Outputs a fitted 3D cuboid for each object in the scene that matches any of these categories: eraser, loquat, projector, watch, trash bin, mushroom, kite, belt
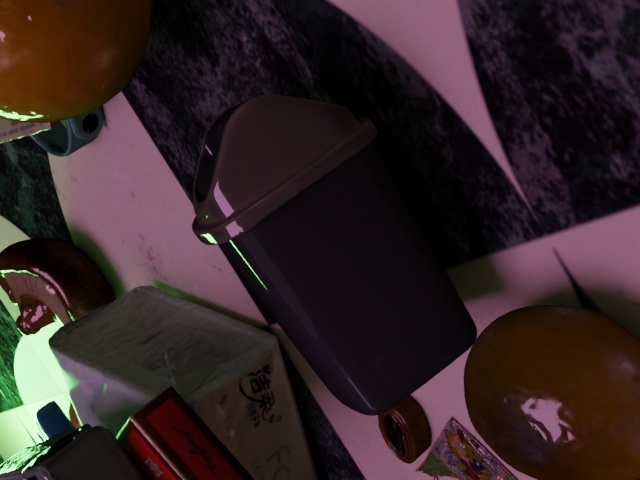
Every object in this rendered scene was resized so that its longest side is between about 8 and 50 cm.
[{"bbox_3d":[-0.331,0.391,1.280,0.312,0.042,0.144,45,147,20],"label":"eraser"},{"bbox_3d":[-0.296,-0.254,0.857,0.275,0.275,0.275,30,138,31],"label":"loquat"},{"bbox_3d":[0.209,0.129,0.700,0.195,0.152,0.152,21,134,51],"label":"loquat"},{"bbox_3d":[-0.288,0.326,1.023,0.256,0.099,0.192,-26,100,51],"label":"projector"},{"bbox_3d":[-0.388,-0.229,1.169,0.195,0.068,0.237,29,139,31],"label":"watch"},{"bbox_3d":[0.000,0.000,0.785,0.290,0.182,0.209,56,171,-12],"label":"trash bin"},{"bbox_3d":[-0.437,0.077,1.441,0.231,0.138,0.194,37,129,7],"label":"mushroom"},{"bbox_3d":[0.188,0.306,0.988,0.198,0.006,0.244,-3,116,51],"label":"kite"},{"bbox_3d":[0.096,0.221,1.001,0.059,0.036,0.083,11,125,46],"label":"belt"}]

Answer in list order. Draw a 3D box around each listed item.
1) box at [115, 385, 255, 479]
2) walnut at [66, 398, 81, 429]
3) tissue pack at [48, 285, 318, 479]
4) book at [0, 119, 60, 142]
[{"bbox_3d":[-0.187,0.291,1.026,0.153,0.074,0.240,50,140,9],"label":"box"},{"bbox_3d":[-0.374,0.330,1.542,0.165,0.165,0.197,15,133,43],"label":"walnut"},{"bbox_3d":[-0.181,0.302,1.246,0.332,0.205,0.405,16,130,42],"label":"tissue pack"},{"bbox_3d":[-0.429,-0.274,1.096,0.201,0.026,0.289,-2,110,50],"label":"book"}]
